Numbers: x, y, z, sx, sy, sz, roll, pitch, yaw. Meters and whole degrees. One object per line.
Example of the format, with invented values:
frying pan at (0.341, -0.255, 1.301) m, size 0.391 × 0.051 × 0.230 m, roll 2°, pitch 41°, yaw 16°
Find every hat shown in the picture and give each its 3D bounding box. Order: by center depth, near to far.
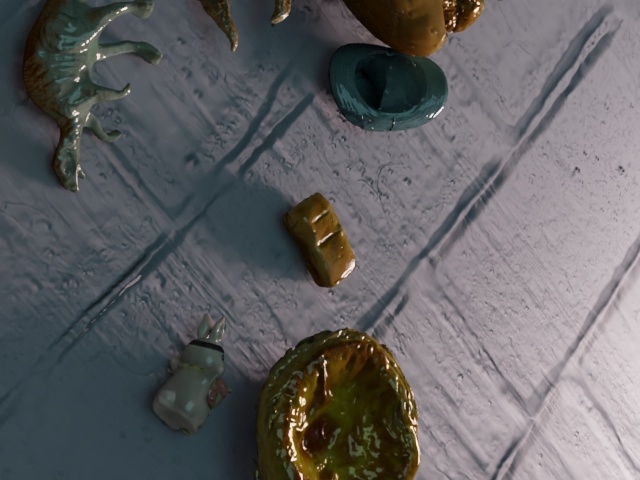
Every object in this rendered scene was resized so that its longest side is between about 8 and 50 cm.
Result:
hat at (0.091, -0.225, 1.959) m, size 0.191 × 0.078 × 0.138 m, roll 5°, pitch 70°, yaw -18°

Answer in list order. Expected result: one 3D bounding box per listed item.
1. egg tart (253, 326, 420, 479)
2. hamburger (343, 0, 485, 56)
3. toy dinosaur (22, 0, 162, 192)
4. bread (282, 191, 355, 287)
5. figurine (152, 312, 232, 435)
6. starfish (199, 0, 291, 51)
egg tart at (0.010, 0.265, 1.783) m, size 0.295 × 0.116 × 0.294 m, roll 6°, pitch 80°, yaw -38°
hamburger at (0.099, -0.405, 1.876) m, size 0.158 × 0.318 × 0.318 m, roll -37°, pitch 107°, yaw -6°
toy dinosaur at (-0.299, -0.270, 1.656) m, size 0.205 × 0.092 × 0.392 m, roll -22°, pitch 104°, yaw -32°
bread at (0.000, 0.000, 1.858) m, size 0.074 × 0.053 × 0.132 m, roll -34°, pitch 105°, yaw -36°
figurine at (-0.161, 0.177, 1.705) m, size 0.098 × 0.081 × 0.146 m, roll 87°, pitch 26°, yaw -53°
starfish at (-0.159, -0.432, 1.811) m, size 0.302 × 0.060 × 0.299 m, roll 26°, pitch 73°, yaw -18°
